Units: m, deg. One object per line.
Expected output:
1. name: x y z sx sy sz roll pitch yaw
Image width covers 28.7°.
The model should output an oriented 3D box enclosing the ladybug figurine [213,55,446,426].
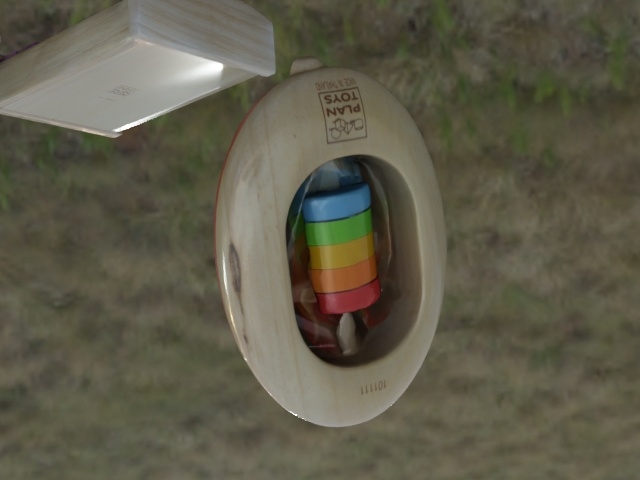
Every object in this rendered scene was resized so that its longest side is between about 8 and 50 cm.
1. ladybug figurine: 0.000 0.000 1.517 0.305 0.449 0.162 -11 -165 -30

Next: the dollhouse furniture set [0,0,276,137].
1. dollhouse furniture set: -0.196 -0.266 0.967 0.198 0.303 0.286 -16 163 40
